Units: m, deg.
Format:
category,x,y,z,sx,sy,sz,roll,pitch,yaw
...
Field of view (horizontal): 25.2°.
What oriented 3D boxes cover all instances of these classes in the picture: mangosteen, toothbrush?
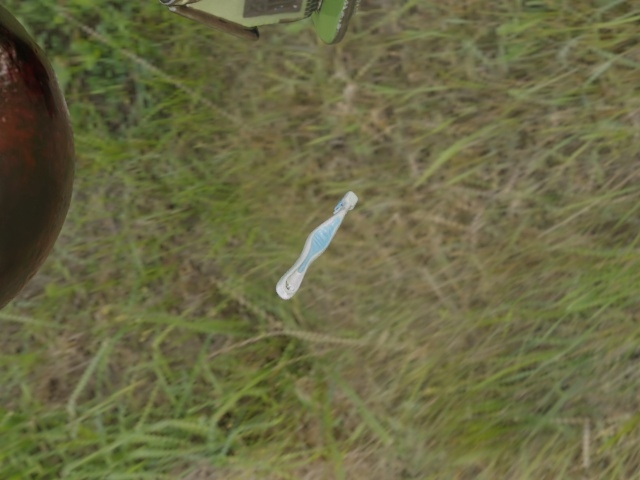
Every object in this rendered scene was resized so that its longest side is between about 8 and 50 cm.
category,x,y,z,sx,sy,sz,roll,pitch,yaw
mangosteen,-0.356,-0.061,1.168,0.306,0.307,0.347,61,159,2
toothbrush,0.000,0.000,0.884,0.014,0.162,0.017,46,114,-5

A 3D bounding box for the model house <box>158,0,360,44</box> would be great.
category,x,y,z,sx,sy,sz,roll,pitch,yaw
model house,-0.114,-0.292,1.302,0.205,0.279,0.218,109,146,-56
